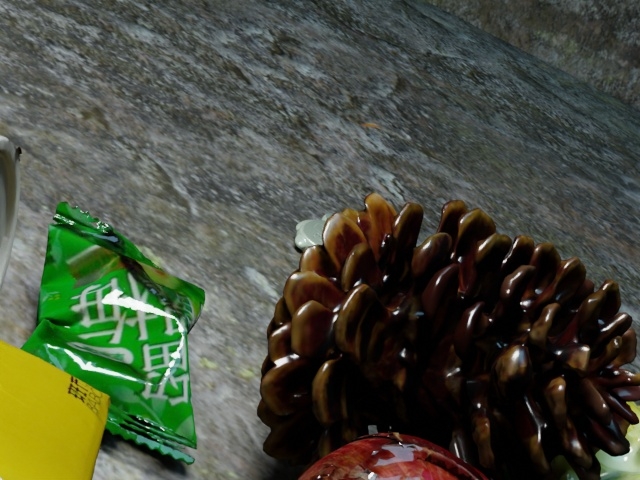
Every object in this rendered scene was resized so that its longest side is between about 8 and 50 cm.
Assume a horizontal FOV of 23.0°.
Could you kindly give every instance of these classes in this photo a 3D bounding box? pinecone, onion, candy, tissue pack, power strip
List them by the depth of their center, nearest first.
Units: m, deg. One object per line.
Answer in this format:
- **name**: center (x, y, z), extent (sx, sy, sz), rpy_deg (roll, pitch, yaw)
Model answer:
- **tissue pack**: center (-0.195, 0.132, 0.934), extent (0.120, 0.082, 0.169), rpy_deg (28, 19, -12)
- **onion**: center (0.045, 0.220, 1.023), extent (0.184, 0.147, 0.184), rpy_deg (10, 62, -19)
- **pinecone**: center (0.097, 0.092, 1.142), extent (0.292, 0.246, 0.246), rpy_deg (6, 4, 32)
- **candy**: center (-0.150, 0.072, 1.160), extent (0.141, 0.078, 0.203), rpy_deg (16, 34, -10)
- **power strip**: center (0.000, 0.000, 1.629), extent (0.055, 0.035, 0.083), rpy_deg (34, 33, 8)

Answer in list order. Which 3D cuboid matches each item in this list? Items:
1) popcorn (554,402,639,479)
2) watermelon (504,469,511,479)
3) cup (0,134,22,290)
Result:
- **popcorn**: center (0.252, 0.230, 1.205), extent (0.221, 0.184, 0.204), rpy_deg (-109, 177, -47)
- **watermelon**: center (0.139, 0.170, 1.312), extent (0.109, 0.109, 0.109), rpy_deg (28, 20, -11)
- **cup**: center (-0.301, -0.008, 0.927), extent (0.226, 0.185, 0.241), rpy_deg (13, -15, 5)
